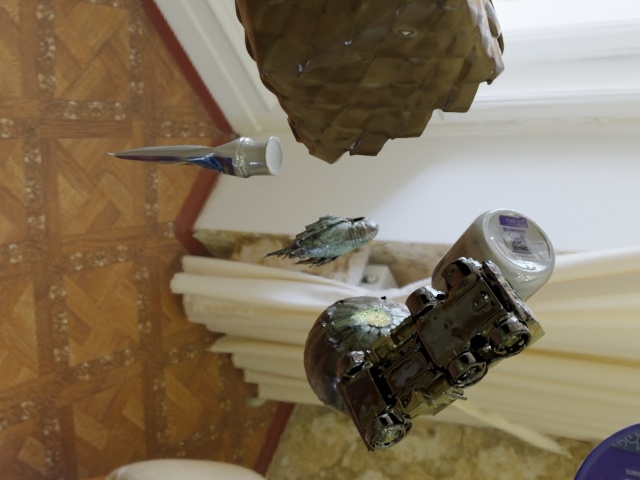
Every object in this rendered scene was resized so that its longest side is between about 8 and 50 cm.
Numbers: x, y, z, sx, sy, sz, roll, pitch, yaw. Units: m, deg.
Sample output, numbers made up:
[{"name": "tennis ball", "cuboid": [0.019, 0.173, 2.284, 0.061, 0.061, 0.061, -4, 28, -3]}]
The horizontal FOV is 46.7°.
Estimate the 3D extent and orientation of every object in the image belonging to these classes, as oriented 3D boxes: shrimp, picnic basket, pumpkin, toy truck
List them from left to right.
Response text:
[{"name": "shrimp", "cuboid": [0.000, 0.000, 1.424, 0.079, 0.232, 0.090, -98, 173, -70]}, {"name": "picnic basket", "cuboid": [0.054, -0.231, 0.789, 0.321, 0.254, 0.291, 41, 30, -62]}, {"name": "pumpkin", "cuboid": [0.112, 0.263, 1.529, 0.296, 0.295, 0.296, -12, 104, -58]}, {"name": "toy truck", "cuboid": [0.142, 0.146, 0.904, 0.127, 0.257, 0.127, 33, 21, -50]}]

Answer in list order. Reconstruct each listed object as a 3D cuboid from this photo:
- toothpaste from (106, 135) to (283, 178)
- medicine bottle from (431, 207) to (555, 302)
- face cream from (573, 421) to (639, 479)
[{"name": "toothpaste", "cuboid": [-0.185, -0.126, 1.109, 0.096, 0.266, 0.061, -15, 107, -65]}, {"name": "medicine bottle", "cuboid": [0.240, 0.062, 1.116, 0.135, 0.135, 0.215, -52, 176, -43]}, {"name": "face cream", "cuboid": [0.339, 0.280, 0.688, 0.111, 0.206, 0.206, 58, 46, -47]}]
